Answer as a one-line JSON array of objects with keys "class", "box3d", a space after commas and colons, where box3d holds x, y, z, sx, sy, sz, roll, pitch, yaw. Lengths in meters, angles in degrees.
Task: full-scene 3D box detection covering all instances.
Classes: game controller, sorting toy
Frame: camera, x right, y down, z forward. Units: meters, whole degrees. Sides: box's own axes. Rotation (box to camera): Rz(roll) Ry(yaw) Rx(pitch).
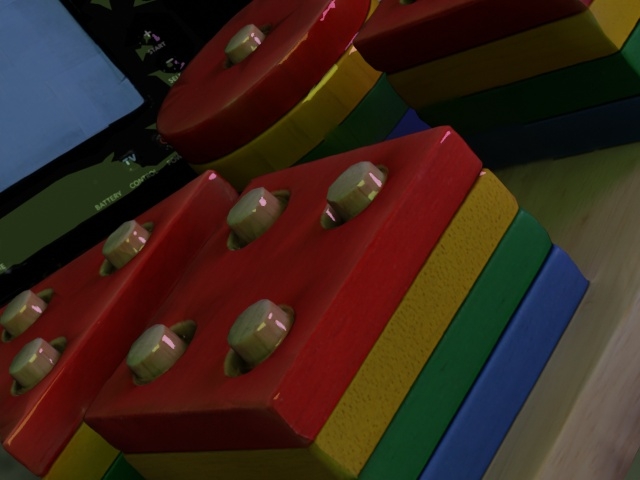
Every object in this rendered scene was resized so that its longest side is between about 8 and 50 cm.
[{"class": "game controller", "box3d": [-0.169, -0.038, 0.642, 0.319, 0.067, 0.166, -34, 60, -17]}, {"class": "sorting toy", "box3d": [0.000, 0.000, 0.499, 0.255, 0.089, 0.257, -11, 39, 54]}]

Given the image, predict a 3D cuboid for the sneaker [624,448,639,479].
[{"class": "sneaker", "box3d": [0.073, 0.054, 0.524, 0.297, 0.129, 0.111, -35, 63, -16]}]
